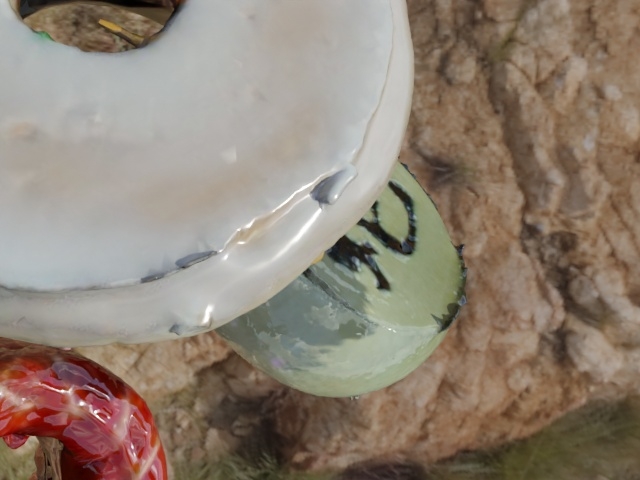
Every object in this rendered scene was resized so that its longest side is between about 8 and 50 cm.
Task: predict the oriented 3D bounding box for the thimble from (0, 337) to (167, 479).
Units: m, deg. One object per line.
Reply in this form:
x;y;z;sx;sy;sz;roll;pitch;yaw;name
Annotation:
-0.335;0.245;0.914;0.350;0.230;0.350;-9;104;-38;thimble

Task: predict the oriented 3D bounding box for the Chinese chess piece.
0.000;0.000;1.045;0.349;0.349;0.146;22;129;-34;Chinese chess piece

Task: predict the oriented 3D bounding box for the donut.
-0.134;-0.118;0.562;0.382;0.142;0.382;5;73;-17;donut
